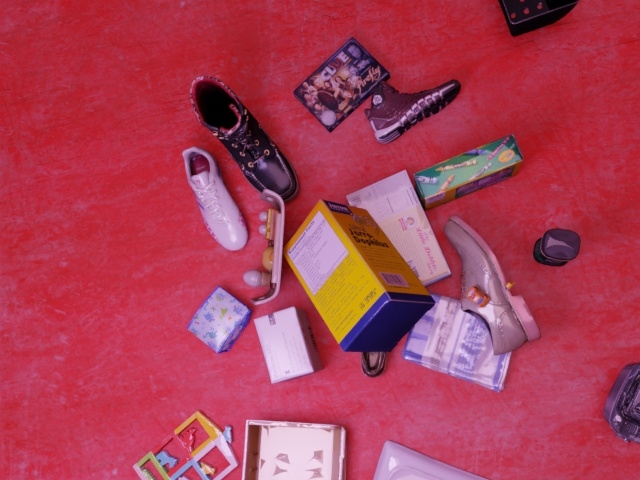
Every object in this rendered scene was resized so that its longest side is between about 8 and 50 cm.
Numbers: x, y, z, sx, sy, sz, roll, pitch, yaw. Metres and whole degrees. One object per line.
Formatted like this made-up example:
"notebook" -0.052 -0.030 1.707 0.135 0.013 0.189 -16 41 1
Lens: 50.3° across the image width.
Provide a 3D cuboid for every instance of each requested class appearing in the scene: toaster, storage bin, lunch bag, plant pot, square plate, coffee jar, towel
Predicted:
"toaster" 0.798 0.393 1.702 0.129 0.146 0.227 24 87 12
"storage bin" -0.068 0.620 1.816 0.260 0.123 0.262 0 75 11
"lunch bag" -0.282 0.224 1.941 0.129 0.096 0.151 34 98 13
"plant pot" 0.584 -0.674 1.893 0.187 0.167 0.188 -18 78 7
"square plate" 0.279 0.752 1.788 0.347 0.049 0.344 19 84 12
"coffee jar" 0.614 0.020 1.772 0.096 0.184 0.079 10 83 12
"towel" 0.382 0.269 1.852 0.285 0.034 0.209 17 84 12

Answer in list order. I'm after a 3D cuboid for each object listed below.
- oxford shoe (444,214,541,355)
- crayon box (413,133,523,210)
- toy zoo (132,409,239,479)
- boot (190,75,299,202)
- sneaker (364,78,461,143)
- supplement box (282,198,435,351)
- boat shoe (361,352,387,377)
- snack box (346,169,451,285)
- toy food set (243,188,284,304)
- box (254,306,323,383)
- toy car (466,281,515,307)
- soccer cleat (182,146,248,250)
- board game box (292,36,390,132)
"oxford shoe" 0.418 0.113 1.803 0.146 0.140 0.397 -30 68 4
"crayon box" 0.397 -0.179 1.850 0.278 0.165 0.081 -22 78 5
"toy zoo" -0.363 0.620 1.927 0.293 0.030 0.192 -41 77 1
"boot" -0.214 -0.282 1.910 0.138 0.284 0.377 -33 78 4
"sneaker" 0.247 -0.415 1.945 0.281 0.106 0.162 -32 75 4
"supplement box" 0.091 0.091 1.763 0.194 0.195 0.356 -51 53 25
"boat shoe" 0.149 0.245 1.863 0.095 0.095 0.257 -4 81 9
"snack box" 0.218 -0.014 1.909 0.187 0.060 0.322 -23 78 7
"toy food set" -0.159 0.020 1.872 0.092 0.220 0.306 4 87 -8
"box" -0.084 0.285 1.853 0.119 0.182 0.181 -19 79 6
"toy car" 0.423 0.122 1.719 0.122 0.040 0.060 -39 69 23
"soccer cleat" -0.318 -0.123 1.976 0.116 0.143 0.331 -27 78 5
"board game box" 0.061 -0.460 2.014 0.243 0.042 0.165 -43 77 1
